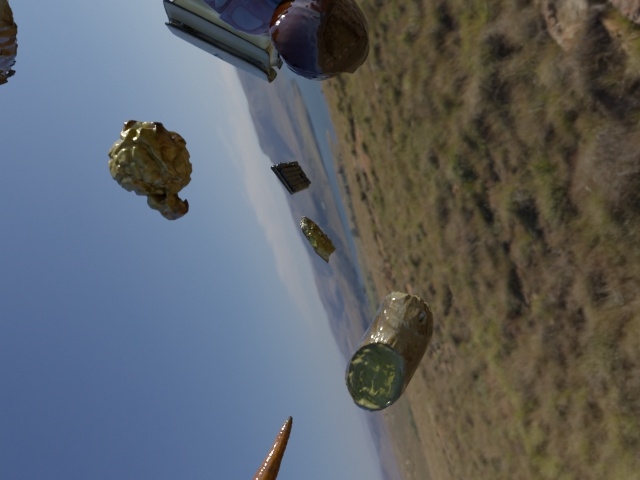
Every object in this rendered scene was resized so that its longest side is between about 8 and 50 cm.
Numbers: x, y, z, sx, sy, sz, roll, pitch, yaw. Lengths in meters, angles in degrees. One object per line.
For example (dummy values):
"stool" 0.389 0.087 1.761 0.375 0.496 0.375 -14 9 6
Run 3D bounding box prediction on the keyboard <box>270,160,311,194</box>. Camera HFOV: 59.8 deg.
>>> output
"keyboard" -0.080 -0.188 1.605 0.106 0.027 0.317 53 -169 -4

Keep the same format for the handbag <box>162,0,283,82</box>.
"handbag" -0.288 -0.649 1.729 0.359 0.160 0.237 27 171 -1

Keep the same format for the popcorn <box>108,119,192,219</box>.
"popcorn" -0.514 -0.220 1.734 0.265 0.225 0.332 -62 -49 -66

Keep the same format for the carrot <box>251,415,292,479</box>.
"carrot" -0.121 0.545 1.334 0.256 0.061 0.061 -60 -28 -28

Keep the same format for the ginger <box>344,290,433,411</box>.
"ginger" 0.148 0.216 1.142 0.221 0.130 0.275 -49 -13 -52

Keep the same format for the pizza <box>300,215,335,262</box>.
"pizza" 0.001 0.000 1.350 0.160 0.036 0.099 45 -164 -49

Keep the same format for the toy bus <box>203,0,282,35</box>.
"toy bus" -0.148 -0.528 1.077 0.294 0.232 0.197 30 -129 -27

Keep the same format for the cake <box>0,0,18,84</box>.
"cake" -0.701 -0.409 0.915 0.314 0.293 0.306 -12 108 54

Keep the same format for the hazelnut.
"hazelnut" 0.004 -0.357 0.977 0.170 0.161 0.202 61 -164 11
